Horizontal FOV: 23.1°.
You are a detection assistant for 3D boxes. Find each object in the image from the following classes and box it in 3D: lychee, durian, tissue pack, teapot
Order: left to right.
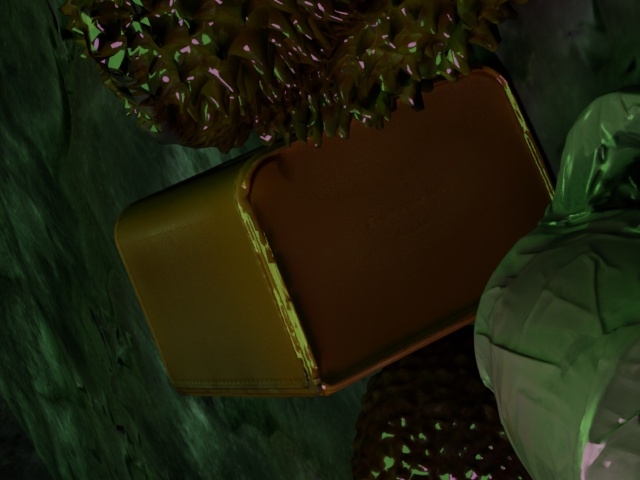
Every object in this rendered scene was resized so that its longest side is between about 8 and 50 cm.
[{"bbox_3d":[-0.016,-0.183,0.774,0.258,0.258,0.293,55,144,18],"label":"durian"},{"bbox_3d":[0.000,0.000,1.005,0.145,0.194,0.274,65,157,-5],"label":"tissue pack"},{"bbox_3d":[0.110,0.143,0.946,0.194,0.194,0.194,47,153,33],"label":"lychee"},{"bbox_3d":[0.151,0.037,0.766,0.178,0.163,0.222,39,149,58],"label":"teapot"}]
